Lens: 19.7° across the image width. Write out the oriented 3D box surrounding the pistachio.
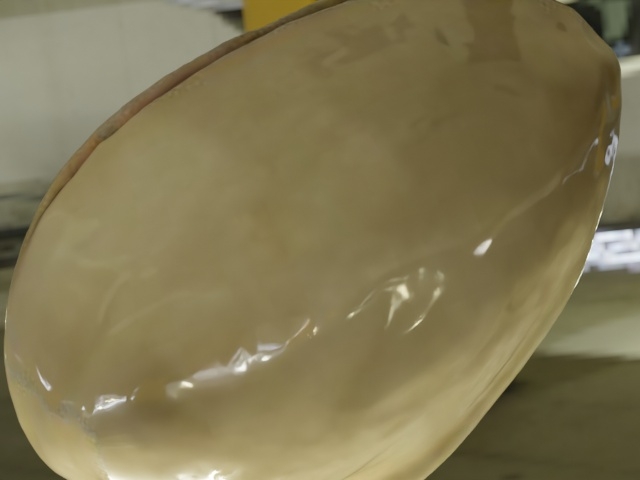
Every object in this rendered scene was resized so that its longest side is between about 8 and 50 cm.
[{"bbox_3d":[0.000,0.000,0.845,0.318,0.214,0.193,-45,-160,-13],"label":"pistachio"}]
